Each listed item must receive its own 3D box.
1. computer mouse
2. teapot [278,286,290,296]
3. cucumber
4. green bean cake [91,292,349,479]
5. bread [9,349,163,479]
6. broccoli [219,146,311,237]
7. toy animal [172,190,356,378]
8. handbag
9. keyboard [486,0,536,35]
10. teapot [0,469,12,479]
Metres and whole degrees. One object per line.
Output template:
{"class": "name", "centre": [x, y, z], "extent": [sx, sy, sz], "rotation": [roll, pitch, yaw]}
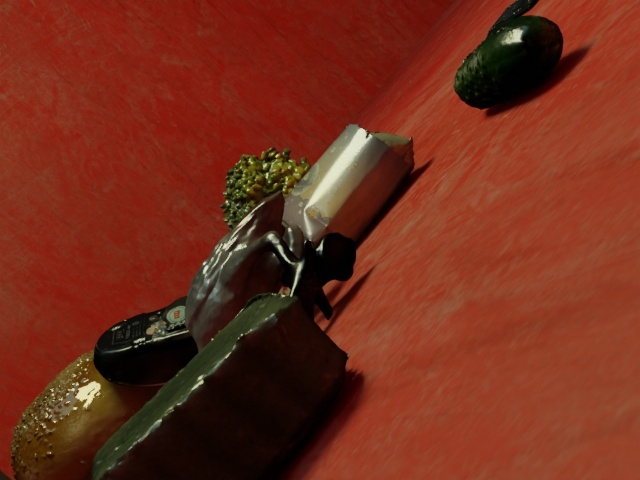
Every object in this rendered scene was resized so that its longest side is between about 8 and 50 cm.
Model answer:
{"class": "computer mouse", "centre": [-0.218, 0.153, 1.398], "extent": [0.233, 0.096, 0.137], "rotation": [-19, 17, 2]}
{"class": "teapot", "centre": [-0.077, 0.068, 1.123], "extent": [0.159, 0.116, 0.245], "rotation": [-61, 2, -10]}
{"class": "cucumber", "centre": [0.172, -0.165, 0.905], "extent": [0.069, 0.069, 0.227], "rotation": [-50, 4, -7]}
{"class": "green bean cake", "centre": [-0.072, 0.126, 0.677], "extent": [0.185, 0.094, 0.183], "rotation": [-50, 5, -12]}
{"class": "bread", "centre": [-0.391, 0.313, 1.462], "extent": [0.314, 0.171, 0.192], "rotation": [-46, 3, 33]}
{"class": "broccoli", "centre": [-0.088, -0.092, 1.772], "extent": [0.273, 0.180, 0.242], "rotation": [-51, 5, -22]}
{"class": "toy animal", "centre": [-0.094, 0.077, 0.973], "extent": [0.324, 0.090, 0.195], "rotation": [-46, 32, 29]}
{"class": "handbag", "centre": [0.037, -0.062, 1.112], "extent": [0.173, 0.095, 0.117], "rotation": [-50, 37, -1]}
{"class": "keyboard", "centre": [0.302, -0.356, 1.431], "extent": [0.067, 0.011, 0.202], "rotation": [-50, 6, -4]}
{"class": "teapot", "centre": [-0.438, 0.405, 0.894], "extent": [0.362, 0.305, 0.376], "rotation": [-36, -40, -77]}
